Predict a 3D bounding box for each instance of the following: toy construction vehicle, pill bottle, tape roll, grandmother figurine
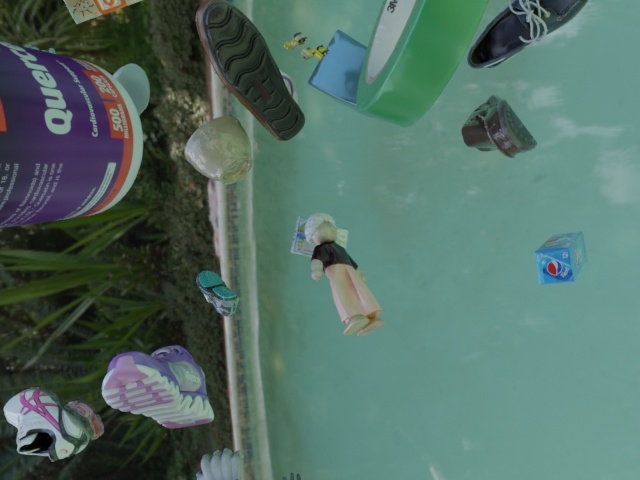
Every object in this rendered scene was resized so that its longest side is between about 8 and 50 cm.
[{"bbox_3d":[-0.036,-0.472,1.329,0.035,0.086,0.098,-53,-3,39],"label":"toy construction vehicle"},{"bbox_3d":[-0.328,-0.097,0.494,0.323,0.182,0.181,-26,-67,-70],"label":"pill bottle"},{"bbox_3d":[0.146,-0.329,0.776,0.321,0.077,0.320,-162,90,-79],"label":"tape roll"},{"bbox_3d":[0.051,0.073,1.365,0.208,0.104,0.342,27,-146,-56],"label":"grandmother figurine"}]

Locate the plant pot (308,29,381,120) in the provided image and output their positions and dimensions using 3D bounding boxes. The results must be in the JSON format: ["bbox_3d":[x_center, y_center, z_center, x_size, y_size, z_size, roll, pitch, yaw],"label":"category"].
[{"bbox_3d":[0.126,-0.432,1.472,0.234,0.166,0.165,40,106,33],"label":"plant pot"}]

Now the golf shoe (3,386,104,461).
[{"bbox_3d":[-0.400,0.259,0.759,0.086,0.186,0.067,-33,-62,-55],"label":"golf shoe"}]

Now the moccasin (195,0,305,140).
[{"bbox_3d":[-0.163,-0.394,1.245,0.147,0.139,0.380,45,-178,39],"label":"moccasin"}]

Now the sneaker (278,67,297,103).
[{"bbox_3d":[-0.167,-0.473,1.546,0.305,0.114,0.152,59,172,-25],"label":"sneaker"}]

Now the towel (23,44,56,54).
[{"bbox_3d":[-0.772,-0.354,1.441,0.374,0.090,0.320,43,120,59],"label":"towel"}]

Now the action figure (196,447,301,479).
[{"bbox_3d":[-0.107,0.275,0.463,0.140,0.164,0.276,61,-169,23],"label":"action figure"}]

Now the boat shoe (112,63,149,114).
[{"bbox_3d":[-0.430,-0.255,1.089,0.095,0.084,0.258,54,-139,-47],"label":"boat shoe"}]

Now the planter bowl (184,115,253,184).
[{"bbox_3d":[-0.232,-0.206,1.309,0.109,0.162,0.162,52,155,16],"label":"planter bowl"}]

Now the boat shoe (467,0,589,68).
[{"bbox_3d":[0.356,-0.384,0.923,0.095,0.079,0.255,57,144,-6],"label":"boat shoe"}]

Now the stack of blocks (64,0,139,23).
[{"bbox_3d":[-0.278,-0.477,0.831,0.087,0.298,0.171,-115,5,-55],"label":"stack of blocks"}]

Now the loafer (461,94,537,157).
[{"bbox_3d":[0.417,-0.254,1.292,0.133,0.130,0.366,51,-159,-6],"label":"loafer"}]

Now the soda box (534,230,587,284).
[{"bbox_3d":[0.510,0.034,1.130,0.067,0.210,0.071,-9,95,33],"label":"soda box"}]

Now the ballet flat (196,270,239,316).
[{"bbox_3d":[-0.257,0.134,1.316,0.188,0.070,0.070,32,128,56],"label":"ballet flat"}]

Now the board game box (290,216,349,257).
[{"bbox_3d":[0.000,0.000,1.525,0.026,0.154,0.103,159,123,-70],"label":"board game box"}]

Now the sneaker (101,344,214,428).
[{"bbox_3d":[-0.227,0.195,0.769,0.236,0.095,0.104,67,-166,-58],"label":"sneaker"}]
